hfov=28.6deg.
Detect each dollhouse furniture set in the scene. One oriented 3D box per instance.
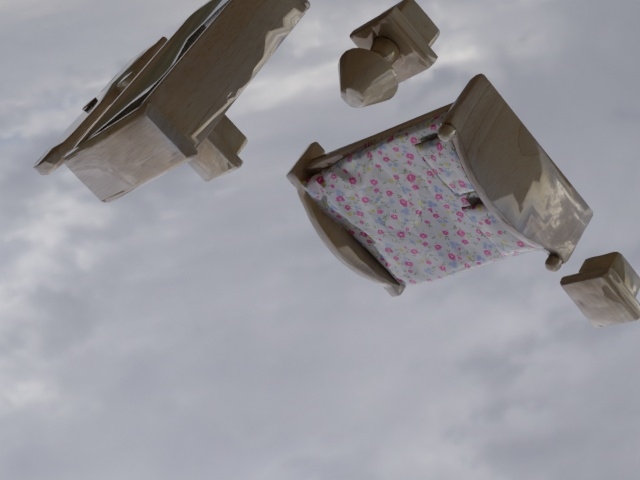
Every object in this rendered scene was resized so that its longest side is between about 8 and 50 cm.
[{"bbox_3d":[0.000,0.000,0.927,0.303,0.355,0.174,-19,-151,51],"label":"dollhouse furniture set"}]
